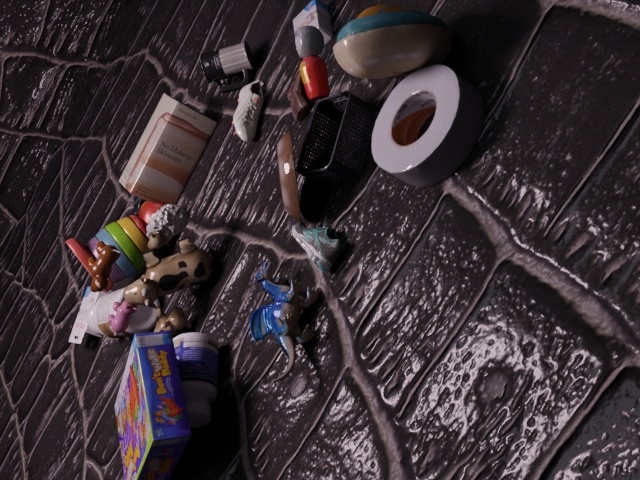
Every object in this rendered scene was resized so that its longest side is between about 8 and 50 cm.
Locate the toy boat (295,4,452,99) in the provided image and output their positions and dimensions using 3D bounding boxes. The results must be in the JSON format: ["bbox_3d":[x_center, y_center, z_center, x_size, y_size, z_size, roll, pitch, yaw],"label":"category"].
[{"bbox_3d":[0.079,-0.379,1.479,0.318,0.267,0.148,-9,93,38],"label":"toy boat"}]

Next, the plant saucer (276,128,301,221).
[{"bbox_3d":[-0.069,-0.137,1.636,0.198,0.036,0.199,174,90,-90],"label":"plant saucer"}]

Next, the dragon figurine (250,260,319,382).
[{"bbox_3d":[-0.083,0.167,1.534,0.144,0.085,0.289,-28,48,42],"label":"dragon figurine"}]

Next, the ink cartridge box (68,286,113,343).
[{"bbox_3d":[-0.697,0.234,2.339,0.104,0.060,0.180,-3,67,52],"label":"ink cartridge box"}]

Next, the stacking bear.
[{"bbox_3d":[-0.524,-0.003,2.122,0.289,0.164,0.175,-38,-12,-14],"label":"stacking bear"}]

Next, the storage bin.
[{"bbox_3d":[0.034,-0.211,1.615,0.122,0.084,0.180,-2,67,53],"label":"storage bin"}]

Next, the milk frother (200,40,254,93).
[{"bbox_3d":[-0.252,-0.489,2.172,0.134,0.129,0.143,-13,18,9],"label":"milk frother"}]

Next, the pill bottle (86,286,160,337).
[{"bbox_3d":[-0.548,0.201,2.097,0.229,0.131,0.131,-16,57,48],"label":"pill bottle"}]

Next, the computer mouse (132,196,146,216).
[{"bbox_3d":[-0.558,-0.066,2.369,0.071,0.041,0.242,-24,58,55],"label":"computer mouse"}]

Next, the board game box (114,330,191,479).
[{"bbox_3d":[-0.367,0.383,1.640,0.347,0.078,0.233,118,141,-48],"label":"board game box"}]

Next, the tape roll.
[{"bbox_3d":[0.194,-0.211,1.411,0.219,0.072,0.219,-31,46,39],"label":"tape roll"}]

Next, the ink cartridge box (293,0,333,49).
[{"bbox_3d":[-0.019,-0.532,1.915,0.088,0.052,0.123,-38,44,33],"label":"ink cartridge box"}]

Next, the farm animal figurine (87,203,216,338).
[{"bbox_3d":[-0.394,0.120,1.874,0.326,0.330,0.172,-36,32,-8],"label":"farm animal figurine"}]

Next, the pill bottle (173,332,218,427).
[{"bbox_3d":[-0.282,0.309,1.690,0.112,0.112,0.187,-36,43,36],"label":"pill bottle"}]

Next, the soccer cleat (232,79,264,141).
[{"bbox_3d":[-0.186,-0.345,2.013,0.076,0.068,0.196,-31,44,35],"label":"soccer cleat"}]

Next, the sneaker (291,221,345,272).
[{"bbox_3d":[0.000,0.000,1.565,0.076,0.065,0.166,-43,40,2],"label":"sneaker"}]

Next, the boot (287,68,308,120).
[{"bbox_3d":[-0.042,-0.356,1.849,0.106,0.037,0.114,-58,29,33],"label":"boot"}]

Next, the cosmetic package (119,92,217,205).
[{"bbox_3d":[-0.444,-0.257,2.229,0.129,0.153,0.296,35,100,54],"label":"cosmetic package"}]
